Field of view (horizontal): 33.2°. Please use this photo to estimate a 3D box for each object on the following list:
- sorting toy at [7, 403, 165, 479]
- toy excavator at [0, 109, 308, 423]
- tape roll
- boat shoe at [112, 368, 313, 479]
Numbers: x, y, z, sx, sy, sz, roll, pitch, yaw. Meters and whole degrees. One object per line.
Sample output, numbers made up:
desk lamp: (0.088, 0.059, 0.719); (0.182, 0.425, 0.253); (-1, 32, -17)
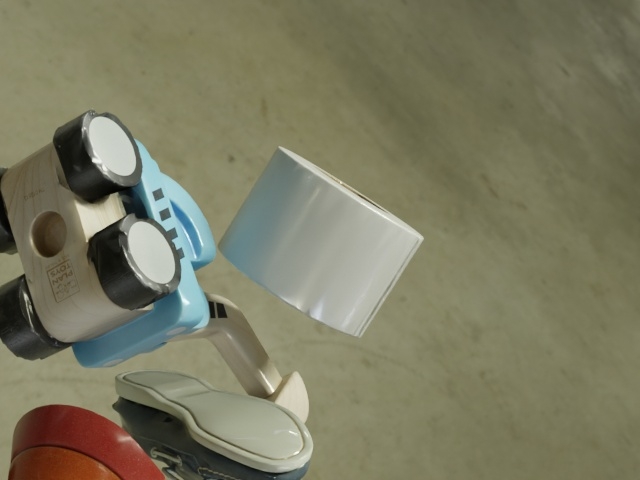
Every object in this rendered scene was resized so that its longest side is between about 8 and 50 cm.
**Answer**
sorting toy: (-0.288, 0.225, 0.786); (0.127, 0.365, 0.126); (61, 30, -27)
toy excavator: (-0.201, 0.072, 1.431); (0.445, 0.222, 0.433); (6, 60, -61)
tape roll: (0.000, 0.000, 1.509); (0.246, 0.169, 0.246); (31, 5, -3)
boat shoe: (-0.101, 0.176, 0.930); (0.095, 0.254, 0.079); (-8, 103, -45)
